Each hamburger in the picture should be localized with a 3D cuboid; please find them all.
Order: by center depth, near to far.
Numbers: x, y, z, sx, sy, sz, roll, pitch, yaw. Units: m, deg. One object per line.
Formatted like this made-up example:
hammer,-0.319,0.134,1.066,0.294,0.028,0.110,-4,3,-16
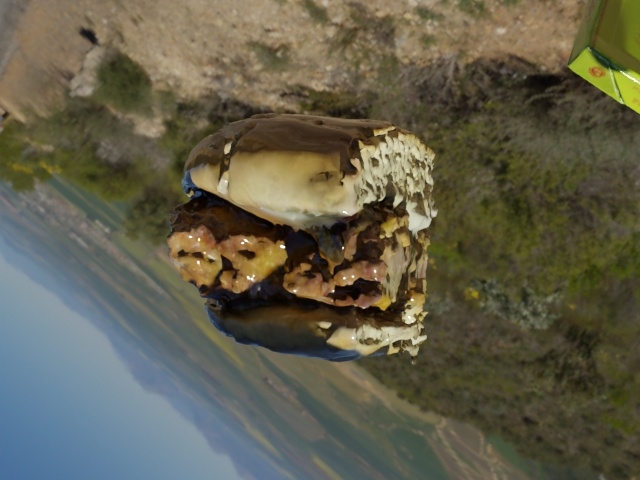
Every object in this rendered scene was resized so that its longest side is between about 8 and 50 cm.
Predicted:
hamburger,0.000,0.000,0.545,0.245,0.155,0.282,7,179,-29

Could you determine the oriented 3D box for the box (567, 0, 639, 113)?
box,0.466,-0.193,0.963,0.335,0.187,0.047,31,147,-7
